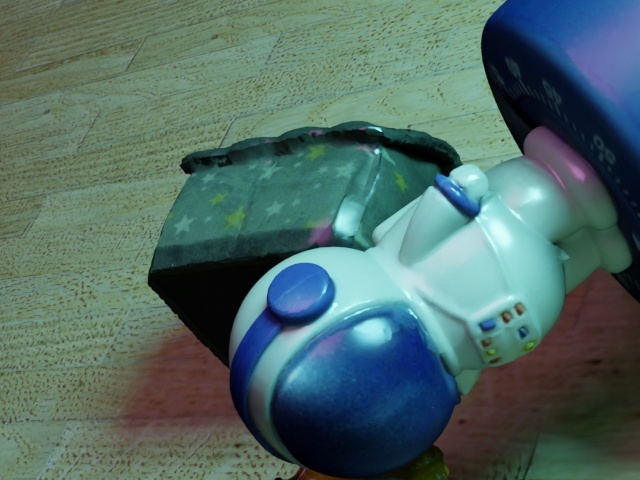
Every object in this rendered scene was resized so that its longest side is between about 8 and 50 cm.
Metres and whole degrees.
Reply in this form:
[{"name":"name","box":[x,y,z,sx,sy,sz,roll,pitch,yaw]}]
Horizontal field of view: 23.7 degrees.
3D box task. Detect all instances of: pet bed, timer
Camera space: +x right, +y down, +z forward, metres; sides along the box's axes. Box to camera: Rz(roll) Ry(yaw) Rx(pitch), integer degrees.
[{"name":"pet bed","box":[0.000,0.000,1.145,0.211,0.183,0.159,-8,47,40]},{"name":"timer","box":[0.117,0.004,0.906,0.383,0.270,0.270,-36,32,-4]}]

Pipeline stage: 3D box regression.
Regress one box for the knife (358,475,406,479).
[{"name":"knife","box":[0.171,0.173,0.811,0.399,0.038,0.132,-7,56,19]}]

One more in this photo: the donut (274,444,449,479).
[{"name":"donut","box":[0.017,0.226,0.934,0.152,0.101,0.259,12,58,49]}]
